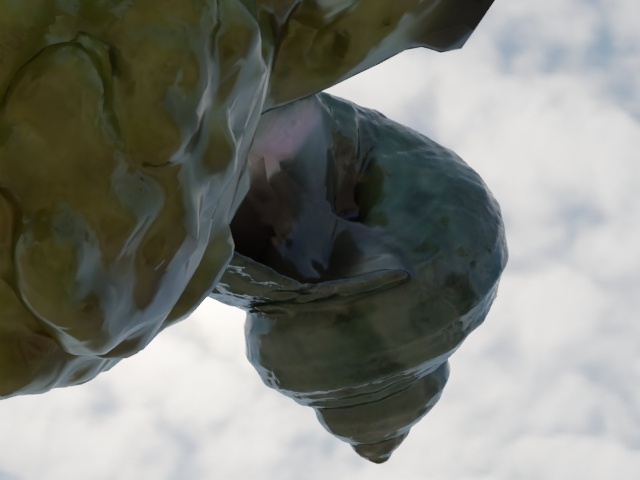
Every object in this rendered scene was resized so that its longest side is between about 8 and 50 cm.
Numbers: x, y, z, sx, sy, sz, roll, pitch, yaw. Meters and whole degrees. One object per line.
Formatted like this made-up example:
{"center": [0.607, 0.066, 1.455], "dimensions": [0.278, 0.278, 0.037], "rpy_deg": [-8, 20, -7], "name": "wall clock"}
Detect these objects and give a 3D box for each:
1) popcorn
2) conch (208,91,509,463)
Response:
{"center": [-0.109, -0.075, 0.579], "dimensions": [0.237, 0.293, 0.293], "rpy_deg": [41, -43, 3], "name": "popcorn"}
{"center": [0.000, 0.000, 0.962], "dimensions": [0.195, 0.220, 0.277], "rpy_deg": [-10, -66, 15], "name": "conch"}
